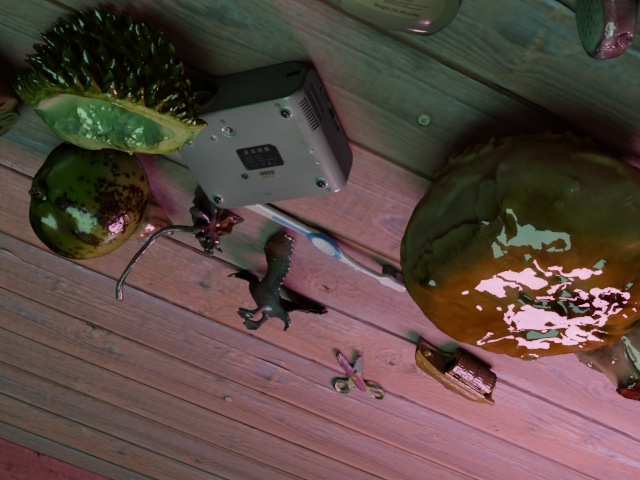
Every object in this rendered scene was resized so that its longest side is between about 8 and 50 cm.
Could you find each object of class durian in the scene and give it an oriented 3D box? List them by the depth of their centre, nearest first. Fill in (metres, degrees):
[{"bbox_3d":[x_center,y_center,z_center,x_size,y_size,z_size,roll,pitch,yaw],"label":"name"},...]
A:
[{"bbox_3d":[-0.341,-0.240,1.142,0.395,0.163,0.198,3,148,32],"label":"durian"}]

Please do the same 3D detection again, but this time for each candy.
[{"bbox_3d":[0.347,-0.273,0.901,0.043,0.103,0.103,-9,138,-1],"label":"candy"}]

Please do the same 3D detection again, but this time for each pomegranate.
[{"bbox_3d":[-0.388,-0.051,1.333,0.222,0.203,0.276,-18,130,32],"label":"pomegranate"}]

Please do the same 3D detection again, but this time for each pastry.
[{"bbox_3d":[0.319,0.007,1.123,0.410,0.245,0.409,7,140,6],"label":"pastry"}]

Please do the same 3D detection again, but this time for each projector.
[{"bbox_3d":[-0.100,-0.161,1.180,0.251,0.108,0.198,-5,135,25],"label":"projector"}]

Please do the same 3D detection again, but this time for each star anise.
[{"bbox_3d":[-0.274,-0.001,1.377,0.228,0.218,0.148,-5,173,16],"label":"star anise"}]

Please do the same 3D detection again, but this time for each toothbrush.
[{"bbox_3d":[-0.001,0.003,1.392,0.386,0.040,0.040,26,140,-11],"label":"toothbrush"}]

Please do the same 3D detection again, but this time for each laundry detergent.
[{"bbox_3d":[0.120,-0.373,0.871,0.181,0.091,0.253,19,140,-4],"label":"laundry detergent"}]

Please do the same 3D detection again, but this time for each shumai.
[{"bbox_3d":[0.581,0.234,1.398,0.202,0.120,0.201,10,143,7],"label":"shumai"}]

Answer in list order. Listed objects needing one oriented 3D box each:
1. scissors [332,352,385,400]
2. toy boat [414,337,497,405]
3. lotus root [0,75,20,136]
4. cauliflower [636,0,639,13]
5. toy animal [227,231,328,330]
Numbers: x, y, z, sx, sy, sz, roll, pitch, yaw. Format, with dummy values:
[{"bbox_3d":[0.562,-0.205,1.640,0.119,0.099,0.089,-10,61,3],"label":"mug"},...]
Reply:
[{"bbox_3d":[0.081,0.320,1.747,0.134,0.020,0.187,6,141,19],"label":"scissors"},{"bbox_3d":[0.297,0.279,1.594,0.226,0.068,0.088,34,132,-16],"label":"toy boat"},{"bbox_3d":[-0.614,-0.255,1.226,0.188,0.199,0.179,-29,84,29],"label":"lotus root"},{"bbox_3d":[0.461,-0.266,0.803,0.250,0.275,0.272,38,168,26],"label":"cauliflower"},{"bbox_3d":[-0.114,0.100,1.478,0.197,0.160,0.272,4,132,17],"label":"toy animal"}]
